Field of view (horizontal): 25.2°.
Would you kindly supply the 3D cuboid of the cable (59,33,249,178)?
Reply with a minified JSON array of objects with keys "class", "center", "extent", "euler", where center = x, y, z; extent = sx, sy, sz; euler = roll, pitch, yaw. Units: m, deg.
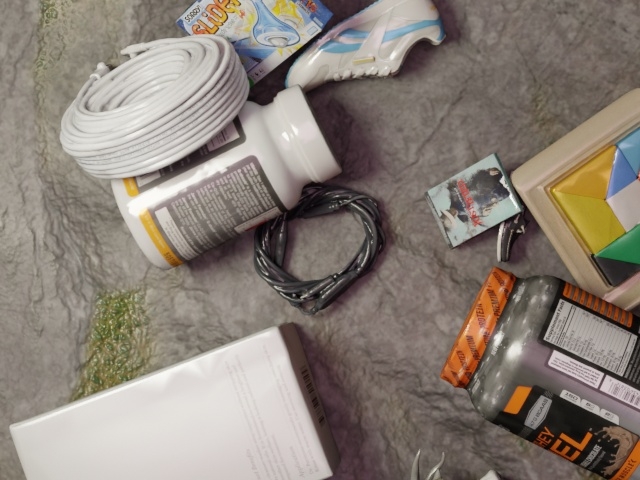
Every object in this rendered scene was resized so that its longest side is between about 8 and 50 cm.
[{"class":"cable","center":[-0.217,-0.173,1.855],"extent":[0.257,0.257,0.089],"euler":[-7,124,34]}]

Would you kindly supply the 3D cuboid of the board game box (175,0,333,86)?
[{"class":"board game box","center":[-0.089,-0.290,1.866],"extent":[0.136,0.201,0.035],"euler":[42,56,-12]}]

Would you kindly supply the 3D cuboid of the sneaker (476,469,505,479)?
[{"class":"sneaker","center":[0.234,0.429,1.900],"extent":[0.115,0.090,0.232],"euler":[-25,78,11]}]

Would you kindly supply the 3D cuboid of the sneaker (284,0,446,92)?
[{"class":"sneaker","center":[0.058,-0.252,1.916],"extent":[0.228,0.087,0.092],"euler":[-31,89,6]}]

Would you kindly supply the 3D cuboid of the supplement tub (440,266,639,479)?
[{"class":"supplement tub","center":[0.338,0.178,1.825],"extent":[0.338,0.207,0.207],"euler":[26,92,5]}]

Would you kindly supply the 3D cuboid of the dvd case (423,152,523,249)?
[{"class":"dvd case","center":[0.203,-0.051,1.906],"extent":[0.119,0.013,0.087],"euler":[-29,80,33]}]

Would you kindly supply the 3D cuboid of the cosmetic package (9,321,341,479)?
[{"class":"cosmetic package","center":[-0.188,0.272,1.898],"extent":[0.385,0.156,0.217],"euler":[-19,87,6]}]

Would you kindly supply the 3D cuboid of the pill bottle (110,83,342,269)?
[{"class":"pill bottle","center":[-0.123,-0.087,1.891],"extent":[0.278,0.162,0.162],"euler":[-26,87,4]}]

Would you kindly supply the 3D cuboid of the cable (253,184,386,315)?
[{"class":"cable","center":[0.000,0.000,1.943],"extent":[0.184,0.047,0.150],"euler":[-44,81,4]}]

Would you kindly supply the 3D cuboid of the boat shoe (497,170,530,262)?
[{"class":"boat shoe","center":[0.262,-0.030,1.917],"extent":[0.038,0.046,0.125],"euler":[10,82,10]}]

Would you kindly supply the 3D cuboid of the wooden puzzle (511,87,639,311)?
[{"class":"wooden puzzle","center":[0.402,-0.048,1.885],"extent":[0.221,0.044,0.239],"euler":[-34,92,-2]}]

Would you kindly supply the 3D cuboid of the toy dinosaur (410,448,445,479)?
[{"class":"toy dinosaur","center":[0.048,0.411,1.906],"extent":[0.313,0.121,0.160],"euler":[-22,58,14]}]
